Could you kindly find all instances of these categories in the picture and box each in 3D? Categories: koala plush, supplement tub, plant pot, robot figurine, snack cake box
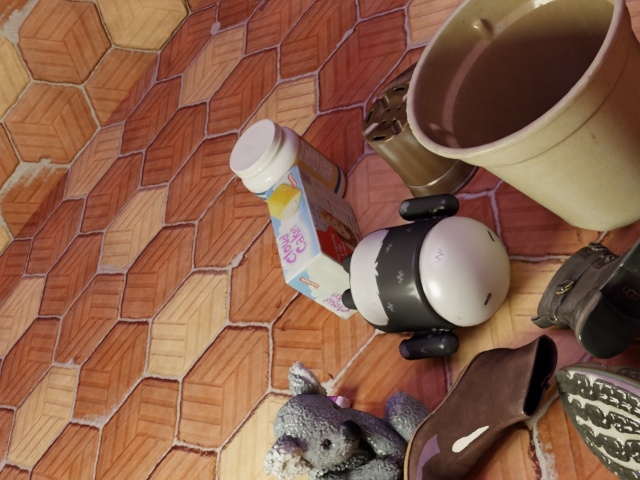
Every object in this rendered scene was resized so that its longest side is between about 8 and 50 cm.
[{"bbox_3d":[0.014,0.295,1.436,0.203,0.221,0.196,-13,52,45],"label":"koala plush"},{"bbox_3d":[-0.064,-0.132,1.923,0.144,0.200,0.144,-31,40,31],"label":"supplement tub"},{"bbox_3d":[0.171,-0.177,1.713,0.167,0.165,0.167,-30,40,29],"label":"plant pot"},{"bbox_3d":[0.160,0.056,1.522,0.278,0.209,0.173,-11,22,46],"label":"robot figurine"},{"bbox_3d":[0.000,0.000,1.775,0.089,0.152,0.264,-41,35,19],"label":"snack cake box"},{"bbox_3d":[0.344,-0.177,1.379,0.334,0.305,0.333,-31,40,30],"label":"plant pot"}]

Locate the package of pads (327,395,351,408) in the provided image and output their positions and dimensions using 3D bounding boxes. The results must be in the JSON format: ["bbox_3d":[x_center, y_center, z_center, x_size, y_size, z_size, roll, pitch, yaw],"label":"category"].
[{"bbox_3d":[0.016,0.294,1.604,0.050,0.032,0.083,-8,55,44],"label":"package of pads"}]

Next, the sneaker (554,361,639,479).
[{"bbox_3d":[0.449,0.189,1.127,0.182,0.158,0.410,-28,13,-28],"label":"sneaker"}]

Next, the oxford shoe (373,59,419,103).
[{"bbox_3d":[0.239,-0.306,1.784,0.364,0.130,0.132,-18,40,39],"label":"oxford shoe"}]

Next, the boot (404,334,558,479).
[{"bbox_3d":[0.210,0.245,1.313,0.248,0.090,0.207,-63,11,-26],"label":"boot"}]

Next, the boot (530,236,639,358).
[{"bbox_3d":[0.387,0.033,1.289,0.263,0.091,0.229,-47,8,7],"label":"boot"}]
